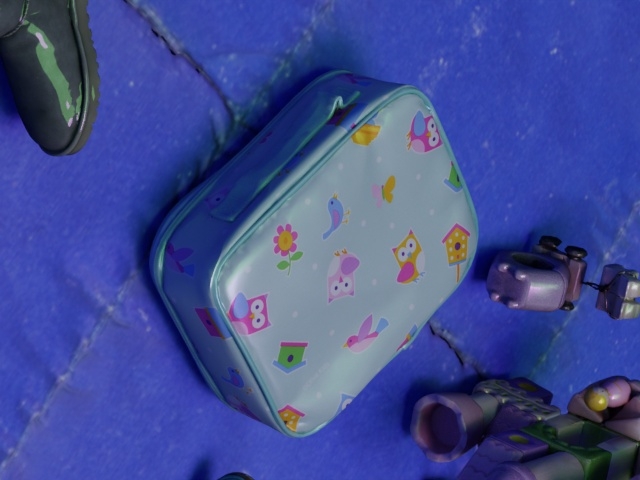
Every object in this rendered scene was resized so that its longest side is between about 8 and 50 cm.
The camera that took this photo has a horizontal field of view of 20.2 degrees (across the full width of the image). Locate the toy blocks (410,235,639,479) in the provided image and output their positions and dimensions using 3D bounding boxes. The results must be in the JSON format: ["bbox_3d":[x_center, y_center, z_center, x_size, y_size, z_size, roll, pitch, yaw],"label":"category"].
[{"bbox_3d":[0.207,0.190,1.627,0.260,0.289,0.308,-7,114,-49],"label":"toy blocks"}]

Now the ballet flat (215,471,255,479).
[{"bbox_3d":[-0.107,0.290,1.518,0.206,0.073,0.067,-54,140,-1],"label":"ballet flat"}]

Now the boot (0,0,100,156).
[{"bbox_3d":[-0.250,-0.139,1.197,0.208,0.076,0.189,-14,101,-49],"label":"boot"}]

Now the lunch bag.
[{"bbox_3d":[0.000,0.000,1.478,0.279,0.108,0.224,-46,128,-25],"label":"lunch bag"}]
